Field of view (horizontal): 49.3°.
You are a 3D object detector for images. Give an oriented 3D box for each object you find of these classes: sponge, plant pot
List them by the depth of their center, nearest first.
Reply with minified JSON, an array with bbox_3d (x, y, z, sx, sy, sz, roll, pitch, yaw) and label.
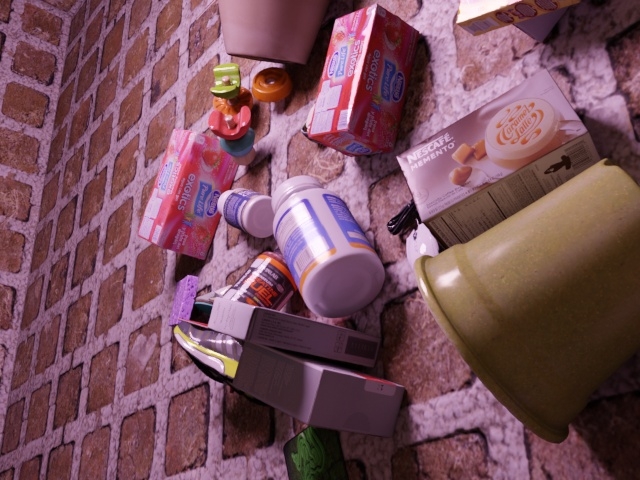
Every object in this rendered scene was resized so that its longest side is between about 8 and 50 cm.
[{"bbox_3d":[0.296,0.051,0.822,0.254,0.276,0.276,-41,44,18],"label":"plant pot"},{"bbox_3d":[-0.107,-0.554,1.590,0.323,0.323,0.281,21,108,54],"label":"plant pot"},{"bbox_3d":[-0.335,0.152,1.695,0.210,0.031,0.117,155,128,-71],"label":"sponge"}]

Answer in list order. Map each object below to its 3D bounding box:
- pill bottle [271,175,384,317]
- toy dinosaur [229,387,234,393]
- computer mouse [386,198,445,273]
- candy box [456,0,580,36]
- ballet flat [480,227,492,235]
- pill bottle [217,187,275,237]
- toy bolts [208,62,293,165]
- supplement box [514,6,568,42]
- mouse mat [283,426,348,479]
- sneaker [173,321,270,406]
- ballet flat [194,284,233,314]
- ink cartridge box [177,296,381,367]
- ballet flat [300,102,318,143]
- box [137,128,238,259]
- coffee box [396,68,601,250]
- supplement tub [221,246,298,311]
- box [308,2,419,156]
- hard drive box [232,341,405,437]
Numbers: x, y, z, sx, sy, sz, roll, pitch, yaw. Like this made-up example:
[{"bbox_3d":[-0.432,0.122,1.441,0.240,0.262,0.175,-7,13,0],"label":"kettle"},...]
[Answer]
[{"bbox_3d":[0.000,0.000,1.290,0.152,0.152,0.272,-53,39,22],"label":"pill bottle"},{"bbox_3d":[-0.192,0.283,1.485,0.047,0.090,0.082,-63,2,36],"label":"toy dinosaur"},{"bbox_3d":[0.168,0.003,1.162,0.106,0.042,0.193,-45,43,29],"label":"computer mouse"},{"bbox_3d":[0.297,-0.387,1.044,0.186,0.053,0.109,-3,73,51],"label":"candy box"},{"bbox_3d":[0.224,-0.009,1.076,0.203,0.074,0.074,30,98,51],"label":"ballet flat"},{"bbox_3d":[-0.167,-0.068,1.585,0.169,0.094,0.094,21,91,54],"label":"pill bottle"},{"bbox_3d":[-0.169,-0.298,1.705,0.218,0.158,0.229,-1,56,10],"label":"toy bolts"},{"bbox_3d":[0.317,-0.439,1.147,0.130,0.073,0.239,-55,38,21],"label":"supplement box"},{"bbox_3d":[-0.007,0.418,1.232,0.152,0.007,0.190,-44,43,32],"label":"mouse mat"},{"bbox_3d":[-0.181,0.229,1.432,0.299,0.111,0.121,23,61,33],"label":"sneaker"},{"bbox_3d":[-0.196,0.141,1.557,0.221,0.077,0.079,9,64,49],"label":"ballet flat"},{"bbox_3d":[-0.072,0.152,1.208,0.238,0.275,0.060,7,80,53],"label":"ink cartridge box"},{"bbox_3d":[0.024,-0.284,1.463,0.188,0.070,0.070,-53,40,23],"label":"ballet flat"},{"bbox_3d":[-0.337,-0.120,1.788,0.154,0.142,0.300,17,88,54],"label":"box"},{"bbox_3d":[0.251,-0.111,0.999,0.246,0.098,0.141,-29,48,18],"label":"coffee box"},{"bbox_3d":[-0.111,0.095,1.385,0.106,0.106,0.198,3,48,53],"label":"supplement tub"},{"bbox_3d":[0.084,-0.302,1.343,0.128,0.122,0.257,1,75,52],"label":"box"},{"bbox_3d":[-0.007,0.245,1.164,0.232,0.181,0.089,9,81,53],"label":"hard drive box"}]
